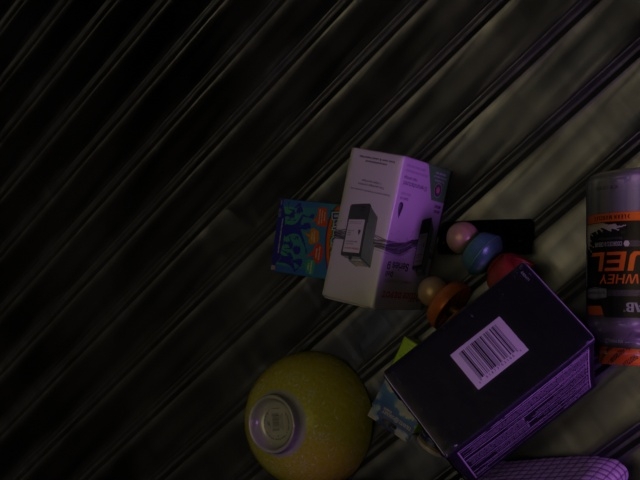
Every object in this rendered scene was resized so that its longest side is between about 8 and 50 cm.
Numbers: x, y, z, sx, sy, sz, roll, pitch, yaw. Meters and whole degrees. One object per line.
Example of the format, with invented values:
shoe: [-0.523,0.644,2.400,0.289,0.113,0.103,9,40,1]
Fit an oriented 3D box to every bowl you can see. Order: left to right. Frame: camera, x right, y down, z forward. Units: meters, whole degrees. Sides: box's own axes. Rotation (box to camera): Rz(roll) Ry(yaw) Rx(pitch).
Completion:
bowl: [-0.055,0.367,1.974,0.289,0.156,0.290,-4,82,33]

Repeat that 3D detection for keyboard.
keyboard: [0.313,0.010,1.850,0.192,0.038,0.100,-1,61,34]

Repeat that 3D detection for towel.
towel: [0.359,0.467,1.629,0.283,0.235,0.121,-16,94,39]

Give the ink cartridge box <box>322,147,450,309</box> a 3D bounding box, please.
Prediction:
ink cartridge box: [0.129,-0.015,1.861,0.121,0.211,0.289,13,93,32]

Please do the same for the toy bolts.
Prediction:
toy bolts: [0.246,0.081,1.757,0.158,0.218,0.229,41,115,24]

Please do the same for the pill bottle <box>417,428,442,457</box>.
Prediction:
pill bottle: [0.238,0.344,1.835,0.067,0.067,0.120,36,104,31]

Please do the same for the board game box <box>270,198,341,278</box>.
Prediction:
board game box: [0.000,0.000,2.040,0.210,0.047,0.160,6,88,33]

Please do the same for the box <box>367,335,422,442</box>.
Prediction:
box: [0.176,0.290,1.896,0.109,0.042,0.178,31,102,33]

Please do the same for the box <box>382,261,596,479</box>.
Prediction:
box: [0.291,0.232,1.626,0.296,0.294,0.183,-37,62,-2]

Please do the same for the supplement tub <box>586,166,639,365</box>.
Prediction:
supplement tub: [0.535,0.047,1.595,0.193,0.193,0.316,-3,84,33]
